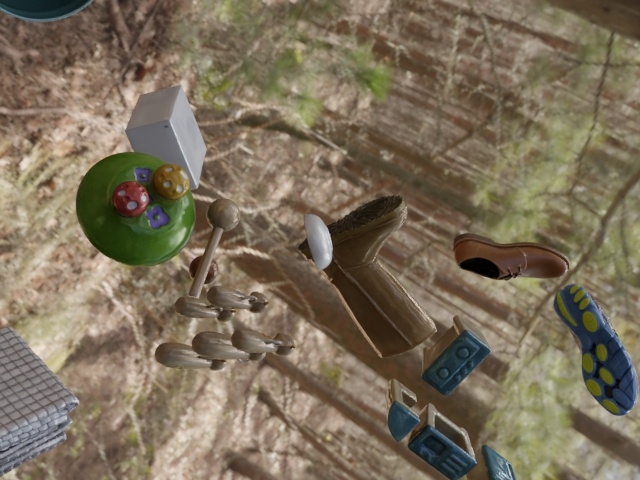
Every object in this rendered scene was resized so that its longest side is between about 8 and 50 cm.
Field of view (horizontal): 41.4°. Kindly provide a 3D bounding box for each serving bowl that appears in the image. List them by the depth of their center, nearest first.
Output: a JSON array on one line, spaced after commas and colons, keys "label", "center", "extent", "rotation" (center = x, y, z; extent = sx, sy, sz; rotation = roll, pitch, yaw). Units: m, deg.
[{"label": "serving bowl", "center": [0.000, 0.000, 1.217], "extent": [0.027, 0.083, 0.083], "rotation": [-14, 152, 5]}]

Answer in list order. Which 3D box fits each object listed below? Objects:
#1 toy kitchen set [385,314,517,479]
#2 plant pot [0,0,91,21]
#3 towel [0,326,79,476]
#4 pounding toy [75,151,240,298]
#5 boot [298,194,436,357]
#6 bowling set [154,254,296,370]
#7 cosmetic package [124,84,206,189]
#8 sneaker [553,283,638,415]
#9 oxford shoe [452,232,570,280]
[{"label": "toy kitchen set", "center": [0.197, 0.224, 1.024], "extent": [0.166, 0.207, 0.122], "rotation": [-49, -168, 16]}, {"label": "plant pot", "center": [-0.583, -0.606, 1.674], "extent": [0.293, 0.196, 0.293], "rotation": [-21, 131, -27]}, {"label": "towel", "center": [-0.571, 0.280, 1.365], "extent": [0.284, 0.235, 0.121], "rotation": [-24, 140, -43]}, {"label": "pounding toy", "center": [-0.233, -0.049, 1.247], "extent": [0.110, 0.237, 0.182], "rotation": [-35, -152, 56]}, {"label": "boot", "center": [0.122, 0.066, 1.492], "extent": [0.236, 0.269, 0.089], "rotation": [-24, -157, 38]}, {"label": "bowling set", "center": [-0.163, 0.130, 1.539], "extent": [0.154, 0.287, 0.199], "rotation": [16, 70, -44]}, {"label": "cosmetic package", "center": [-0.431, -0.280, 2.389], "extent": [0.224, 0.138, 0.224], "rotation": [-91, 166, -56]}, {"label": "sneaker", "center": [0.366, 0.139, 1.097], "extent": [0.067, 0.188, 0.078], "rotation": [-39, 134, 26]}, {"label": "oxford shoe", "center": [0.341, 0.046, 1.510], "extent": [0.076, 0.212, 0.076], "rotation": [-82, 179, -51]}]
